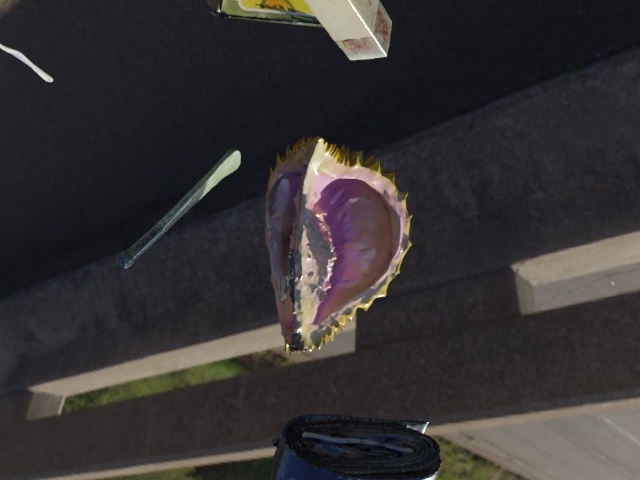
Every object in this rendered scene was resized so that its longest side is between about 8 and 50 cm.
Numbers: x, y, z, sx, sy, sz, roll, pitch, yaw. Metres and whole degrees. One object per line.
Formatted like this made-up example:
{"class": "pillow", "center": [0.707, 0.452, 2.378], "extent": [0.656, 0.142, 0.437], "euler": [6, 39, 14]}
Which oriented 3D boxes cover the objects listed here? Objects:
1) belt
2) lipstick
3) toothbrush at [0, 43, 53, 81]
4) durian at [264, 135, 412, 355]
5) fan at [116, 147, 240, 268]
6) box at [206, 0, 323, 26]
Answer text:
{"class": "belt", "center": [0.042, 0.306, 0.841], "extent": [0.218, 0.122, 0.128], "euler": [10, 117, -15]}
{"class": "lipstick", "center": [0.010, -0.410, 1.005], "extent": [0.080, 0.076, 0.371], "euler": [4, 166, 27]}
{"class": "toothbrush", "center": [-0.430, -0.262, 0.923], "extent": [0.011, 0.013, 0.131], "euler": [-3, 160, 20]}
{"class": "durian", "center": [-0.001, -0.002, 0.607], "extent": [0.165, 0.132, 0.182], "euler": [-21, 99, 30]}
{"class": "fan", "center": [-0.157, -0.040, 0.733], "extent": [0.016, 0.193, 0.038], "euler": [35, 153, 13]}
{"class": "box", "center": [-0.041, -0.682, 1.387], "extent": [0.373, 0.138, 0.420], "euler": [-2, 115, -22]}
